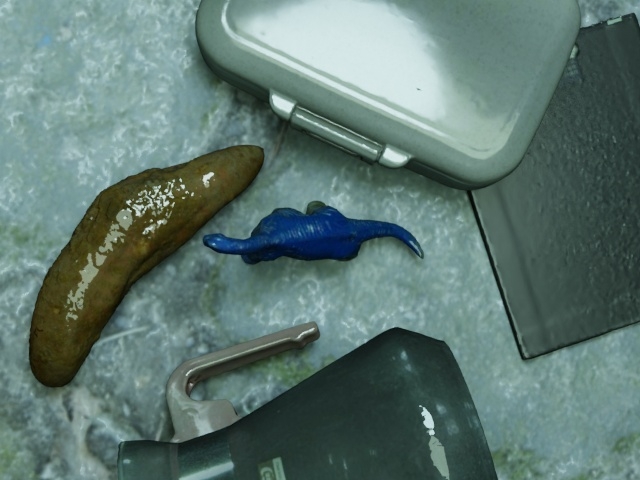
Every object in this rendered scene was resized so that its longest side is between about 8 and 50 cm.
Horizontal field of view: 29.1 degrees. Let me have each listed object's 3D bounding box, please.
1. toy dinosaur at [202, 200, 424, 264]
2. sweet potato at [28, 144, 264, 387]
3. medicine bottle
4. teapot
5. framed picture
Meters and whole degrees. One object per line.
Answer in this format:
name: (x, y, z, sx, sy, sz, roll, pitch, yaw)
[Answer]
toy dinosaur: (0.000, 0.000, 1.263, 0.248, 0.188, 0.075, 4, 94, -8)
sweet potato: (-0.201, 0.000, 1.287, 0.341, 0.092, 0.114, -48, 118, -7)
medicine bottle: (0.070, -0.224, 1.307, 0.375, 0.123, 0.282, 25, 80, -1)
teapot: (-0.015, 0.224, 1.236, 0.344, 0.253, 0.300, -16, 56, -3)
framed picture: (0.292, -0.063, 1.390, 0.255, 0.014, 0.338, -19, 90, -8)
